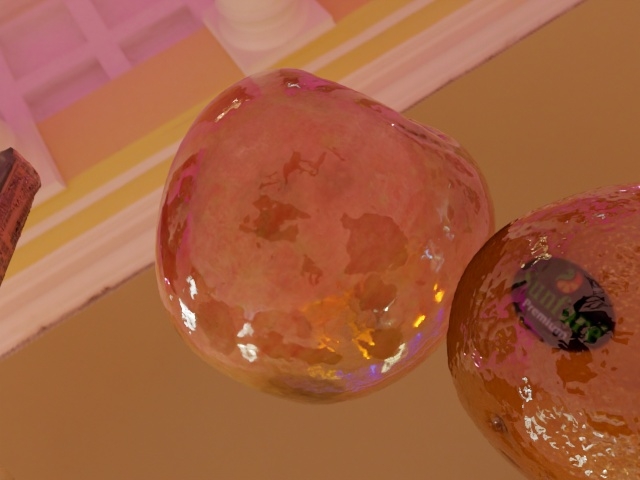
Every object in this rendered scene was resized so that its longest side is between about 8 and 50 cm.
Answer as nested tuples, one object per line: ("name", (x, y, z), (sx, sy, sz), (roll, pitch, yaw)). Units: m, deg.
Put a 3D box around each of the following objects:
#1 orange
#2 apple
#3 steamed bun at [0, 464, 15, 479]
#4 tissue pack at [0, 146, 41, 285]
("orange", (0.172, 0.062, 0.362), (0.206, 0.206, 0.205), (-5, -118, 9))
("apple", (0.000, 0.000, 0.709), (0.364, 0.364, 0.363), (-5, -118, 9))
("steamed bun", (-0.348, 0.334, 0.554), (0.273, 0.231, 0.166), (-30, -159, -36))
("tissue pack", (-0.524, 0.030, 0.860), (0.245, 0.123, 0.332), (-19, -137, 17))
